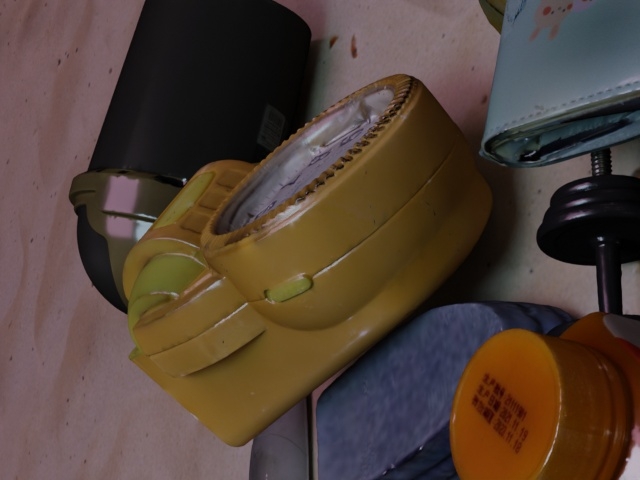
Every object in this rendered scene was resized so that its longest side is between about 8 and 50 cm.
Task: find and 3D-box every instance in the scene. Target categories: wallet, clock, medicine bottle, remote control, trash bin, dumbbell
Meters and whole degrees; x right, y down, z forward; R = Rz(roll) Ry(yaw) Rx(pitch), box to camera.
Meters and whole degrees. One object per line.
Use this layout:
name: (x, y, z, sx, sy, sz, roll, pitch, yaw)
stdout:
wallet: (0.204, -0.180, 1.166, 0.176, 0.075, 0.250, -15, 52, 42)
clock: (0.000, 0.000, 1.346, 0.317, 0.200, 0.244, -31, 19, 40)
medicine bottle: (0.195, 0.122, 0.967, 0.112, 0.222, 0.149, -64, 32, 19)
remote control: (-0.045, 0.199, 1.511, 0.073, 0.044, 0.229, -38, 48, 50)
trash bin: (-0.133, -0.074, 1.613, 0.214, 0.214, 0.334, -6, 69, 58)
dumbbell: (0.200, 0.032, 1.121, 0.099, 0.099, 0.208, -29, 54, 51)

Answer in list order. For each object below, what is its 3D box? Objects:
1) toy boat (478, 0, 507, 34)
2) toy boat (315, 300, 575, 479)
toy boat: (0.177, -0.183, 1.292, 0.066, 0.065, 0.172, -35, 40, -1)
toy boat: (0.095, 0.123, 1.281, 0.283, 0.078, 0.127, -40, 42, 46)
